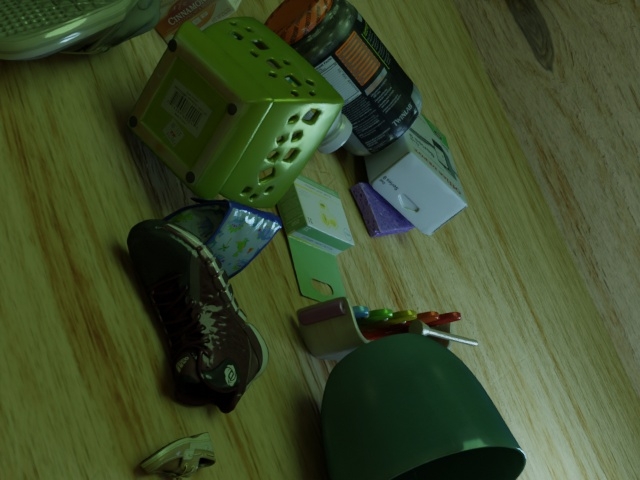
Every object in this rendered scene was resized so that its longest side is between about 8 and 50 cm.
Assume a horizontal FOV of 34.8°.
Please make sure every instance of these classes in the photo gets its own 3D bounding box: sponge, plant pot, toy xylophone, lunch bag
[{"bbox_3d":[0.138,-0.070,2.225,0.210,0.031,0.117,-8,72,-64],"label":"sponge"},{"bbox_3d":[0.133,0.286,1.567,0.293,0.293,0.235,29,32,-49],"label":"plant pot"},{"bbox_3d":[0.126,0.155,1.748,0.322,0.236,0.081,18,62,-55],"label":"toy xylophone"},{"bbox_3d":[-0.142,-0.194,1.542,0.228,0.227,0.207,45,26,20],"label":"plant pot"},{"bbox_3d":[-0.149,-0.008,1.474,0.129,0.151,0.096,16,51,-56],"label":"lunch bag"}]

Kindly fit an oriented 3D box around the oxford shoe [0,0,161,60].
[{"bbox_3d":[-0.339,-0.321,1.464,0.169,0.130,0.449,15,30,7],"label":"oxford shoe"}]

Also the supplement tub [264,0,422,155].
[{"bbox_3d":[0.043,-0.356,2.130,0.338,0.207,0.207,47,28,-28],"label":"supplement tub"}]

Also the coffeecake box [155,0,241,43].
[{"bbox_3d":[-0.248,-0.439,1.739,0.185,0.142,0.068,50,28,-23],"label":"coffeecake box"}]

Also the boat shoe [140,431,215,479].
[{"bbox_3d":[-0.170,0.271,1.265,0.045,0.050,0.135,61,24,12],"label":"boat shoe"}]

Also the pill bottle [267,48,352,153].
[{"bbox_3d":[-0.033,-0.268,2.001,0.208,0.117,0.117,44,30,-33],"label":"pill bottle"}]

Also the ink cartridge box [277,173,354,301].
[{"bbox_3d":[0.000,0.000,1.866,0.171,0.056,0.235,23,43,-54],"label":"ink cartridge box"}]

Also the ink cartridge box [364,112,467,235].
[{"bbox_3d":[0.201,-0.180,2.288,0.211,0.121,0.289,39,25,-30],"label":"ink cartridge box"}]

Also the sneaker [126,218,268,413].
[{"bbox_3d":[-0.175,0.113,1.360,0.281,0.106,0.162,54,29,-18],"label":"sneaker"}]
